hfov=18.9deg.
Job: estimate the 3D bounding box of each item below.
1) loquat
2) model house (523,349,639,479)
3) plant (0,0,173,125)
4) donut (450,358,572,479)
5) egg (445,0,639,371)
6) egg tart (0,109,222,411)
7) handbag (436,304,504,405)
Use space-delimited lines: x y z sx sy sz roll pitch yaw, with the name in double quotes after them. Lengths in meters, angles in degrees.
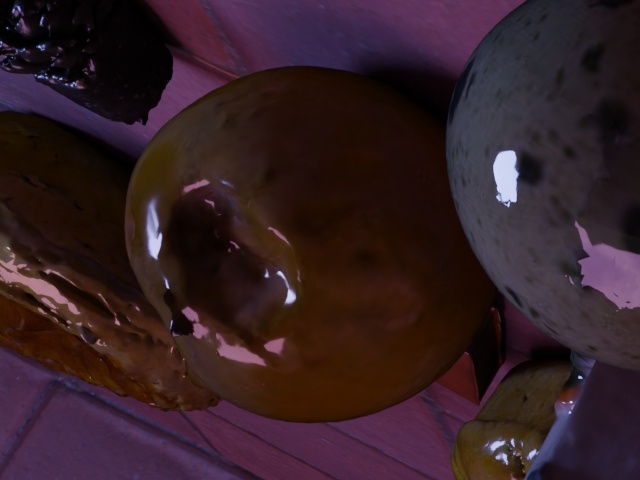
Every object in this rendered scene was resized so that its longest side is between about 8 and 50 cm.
0.000 0.000 1.196 0.244 0.244 0.244 30 165 9 "loquat"
0.230 0.207 1.251 0.271 0.301 0.190 28 158 19 "model house"
-0.166 -0.139 1.326 0.094 0.092 0.143 27 174 47 "plant"
0.222 0.184 1.497 0.208 0.128 0.261 43 162 -31 "donut"
0.142 -0.036 0.849 0.177 0.177 0.228 40 177 -28 "egg"
-0.251 0.005 1.799 0.443 0.178 0.443 28 166 7 "egg tart"
0.081 0.066 1.543 0.127 0.063 0.190 29 168 13 "handbag"
